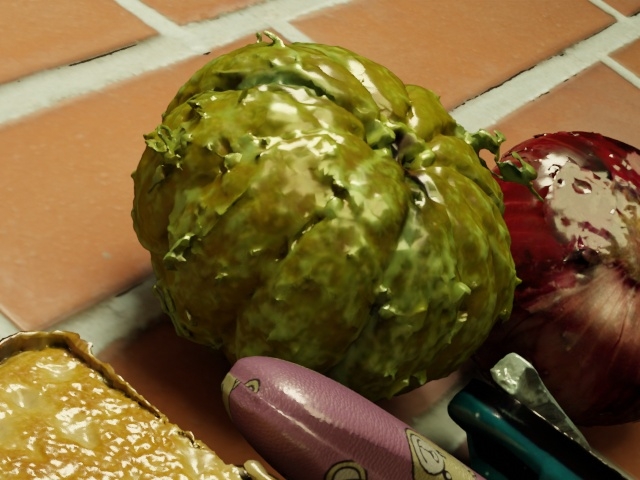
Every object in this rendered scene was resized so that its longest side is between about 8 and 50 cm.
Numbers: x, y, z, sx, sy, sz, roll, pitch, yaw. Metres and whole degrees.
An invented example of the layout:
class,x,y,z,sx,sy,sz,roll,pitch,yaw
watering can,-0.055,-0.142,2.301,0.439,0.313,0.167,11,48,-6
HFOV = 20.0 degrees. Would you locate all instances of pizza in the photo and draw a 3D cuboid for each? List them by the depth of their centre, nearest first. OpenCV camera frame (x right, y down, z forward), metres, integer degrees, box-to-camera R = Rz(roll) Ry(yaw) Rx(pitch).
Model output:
class,x,y,z,sx,sy,sz,roll,pitch,yaw
pizza,-0.137,0.140,1.090,0.288,0.074,0.251,9,30,-11

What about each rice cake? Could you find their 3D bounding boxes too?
class,x,y,z,sx,sy,sz,roll,pitch,yaw
rice cake,0.171,0.135,1.387,0.042,0.030,0.180,44,-3,34

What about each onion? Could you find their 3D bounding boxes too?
class,x,y,z,sx,sy,sz,roll,pitch,yaw
onion,0.211,0.034,1.511,0.252,0.219,0.252,4,80,-26

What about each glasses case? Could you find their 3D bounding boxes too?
class,x,y,z,sx,sy,sz,roll,pitch,yaw
glasses case,0.066,0.172,1.186,0.316,0.076,0.123,37,-4,-25

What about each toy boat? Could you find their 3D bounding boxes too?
class,x,y,z,sx,sy,sz,roll,pitch,yaw
toy boat,0.197,0.219,1.303,0.299,0.092,0.134,35,-7,25

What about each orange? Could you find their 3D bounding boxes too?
class,x,y,z,sx,sy,sz,roll,pitch,yaw
orange,0.000,0.000,1.333,0.300,0.223,0.301,32,33,-8

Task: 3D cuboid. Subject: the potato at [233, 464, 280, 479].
class,x,y,z,sx,sy,sz,roll,pitch,yaw
potato,-0.047,0.190,1.130,0.096,0.066,0.103,-31,51,-24
